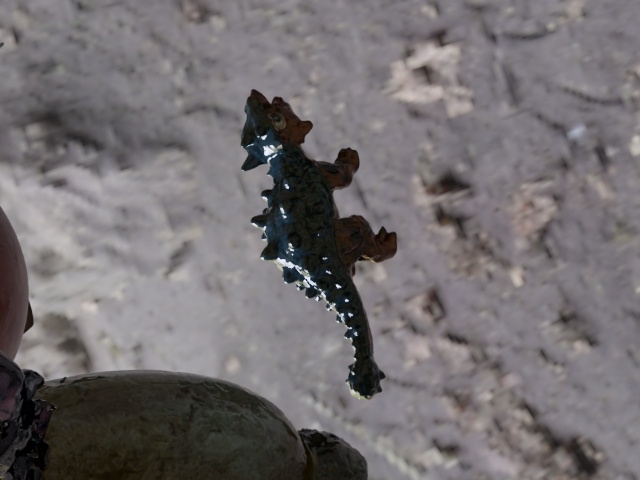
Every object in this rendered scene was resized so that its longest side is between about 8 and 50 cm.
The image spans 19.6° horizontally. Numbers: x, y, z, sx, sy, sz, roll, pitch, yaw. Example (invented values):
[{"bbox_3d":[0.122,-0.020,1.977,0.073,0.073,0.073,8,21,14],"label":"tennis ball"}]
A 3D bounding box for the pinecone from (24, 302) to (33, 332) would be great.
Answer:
[{"bbox_3d":[-0.352,0.066,1.392,0.264,0.264,0.264,17,116,38],"label":"pinecone"}]

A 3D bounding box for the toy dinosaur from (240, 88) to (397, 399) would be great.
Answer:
[{"bbox_3d":[0.000,0.000,0.857,0.049,0.055,0.154,-27,81,44],"label":"toy dinosaur"}]

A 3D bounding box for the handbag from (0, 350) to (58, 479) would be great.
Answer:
[{"bbox_3d":[-0.212,0.056,0.666,0.208,0.229,0.126,-2,70,29],"label":"handbag"}]

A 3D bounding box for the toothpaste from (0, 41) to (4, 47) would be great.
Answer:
[{"bbox_3d":[-0.277,-0.105,1.351,0.056,0.205,0.036,-22,110,12],"label":"toothpaste"}]

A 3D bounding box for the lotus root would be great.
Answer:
[{"bbox_3d":[-0.069,0.111,0.810,0.088,0.192,0.113,-130,44,-56],"label":"lotus root"}]

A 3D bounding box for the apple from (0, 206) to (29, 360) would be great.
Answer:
[{"bbox_3d":[-0.247,0.034,0.989,0.181,0.181,0.168,48,151,18],"label":"apple"}]
